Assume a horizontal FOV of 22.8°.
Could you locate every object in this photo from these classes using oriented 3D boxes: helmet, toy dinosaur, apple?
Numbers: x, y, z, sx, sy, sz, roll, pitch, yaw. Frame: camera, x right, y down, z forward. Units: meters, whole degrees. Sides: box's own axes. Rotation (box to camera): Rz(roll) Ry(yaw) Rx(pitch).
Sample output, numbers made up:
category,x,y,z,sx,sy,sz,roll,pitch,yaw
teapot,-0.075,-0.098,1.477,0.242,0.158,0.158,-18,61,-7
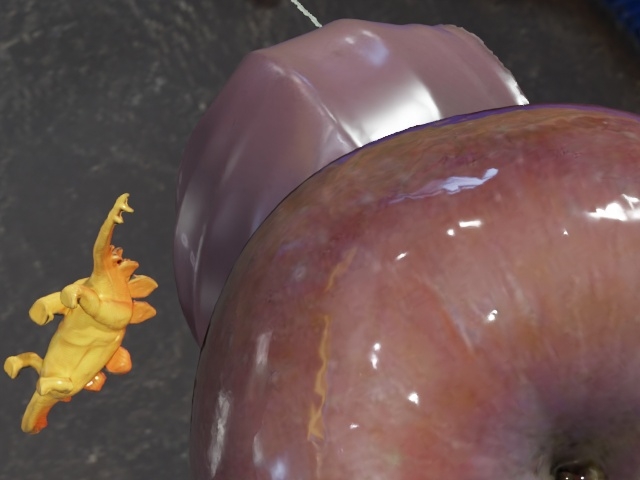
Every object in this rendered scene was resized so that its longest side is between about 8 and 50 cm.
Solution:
category,x,y,z,sx,sy,sz,roll,pitch,yaw
helmet,0.000,0.000,1.123,0.197,0.338,0.271,5,29,-39
toy dinosaur,-0.210,0.071,1.498,0.117,0.288,0.070,1,34,-48
apple,0.088,0.093,0.657,0.305,0.235,0.306,1,87,-10

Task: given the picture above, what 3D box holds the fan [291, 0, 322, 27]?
category,x,y,z,sx,sy,sz,roll,pitch,yaw
fan,0.070,-0.175,1.800,0.329,0.009,0.190,48,26,20
